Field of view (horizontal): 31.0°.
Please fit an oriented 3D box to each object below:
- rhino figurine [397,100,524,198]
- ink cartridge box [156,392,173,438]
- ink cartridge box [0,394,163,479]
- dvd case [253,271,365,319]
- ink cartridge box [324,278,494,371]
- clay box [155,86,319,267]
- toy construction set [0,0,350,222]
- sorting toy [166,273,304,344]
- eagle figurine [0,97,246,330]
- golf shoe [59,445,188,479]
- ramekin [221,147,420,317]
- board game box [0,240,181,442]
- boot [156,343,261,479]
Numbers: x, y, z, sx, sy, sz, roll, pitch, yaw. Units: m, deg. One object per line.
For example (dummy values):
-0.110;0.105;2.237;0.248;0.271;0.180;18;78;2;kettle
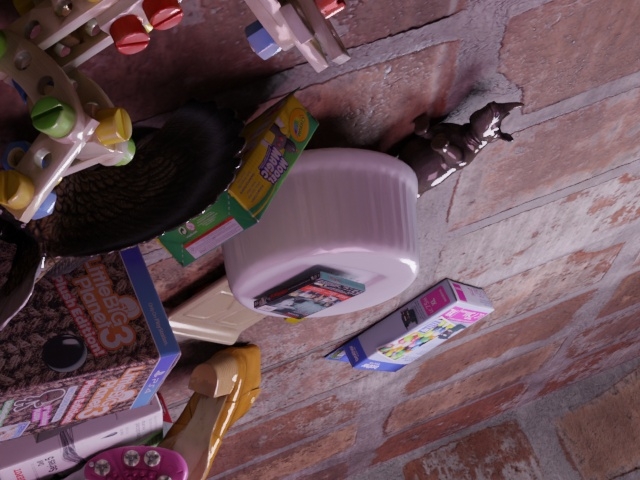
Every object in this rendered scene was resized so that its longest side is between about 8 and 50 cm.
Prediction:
0.169;-0.127;1.572;0.243;0.073;0.106;-30;151;20;rhino figurine
-0.357;0.374;2.077;0.176;0.128;0.127;-13;155;-25;ink cartridge box
-0.404;0.308;1.895;0.273;0.114;0.198;-19;158;-15;ink cartridge box
-0.014;0.072;1.482;0.119;0.013;0.087;-27;150;36;dvd case
0.179;0.188;2.315;0.311;0.065;0.186;-33;156;23;ink cartridge box
-0.083;-0.076;1.271;0.127;0.053;0.222;-30;-160;38;clay box
-0.146;-0.170;0.957;0.328;0.215;0.151;-25;159;0;toy construction set
-0.089;0.085;1.836;0.229;0.041;0.307;-37;156;17;sorting toy
-0.242;-0.046;1.184;0.298;0.226;0.225;-3;129;-33;eagle figurine
-0.362;0.414;1.907;0.306;0.115;0.140;-18;170;0;golf shoe
0.000;0.000;1.509;0.277;0.135;0.277;-7;157;-3;ramekin
-0.345;0.090;1.312;0.291;0.232;0.141;-11;154;-32;board game box
-0.184;0.325;1.996;0.211;0.104;0.295;-2;113;-69;boot
